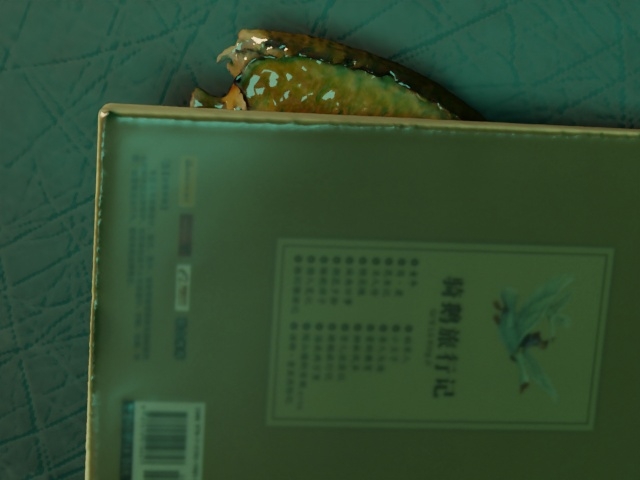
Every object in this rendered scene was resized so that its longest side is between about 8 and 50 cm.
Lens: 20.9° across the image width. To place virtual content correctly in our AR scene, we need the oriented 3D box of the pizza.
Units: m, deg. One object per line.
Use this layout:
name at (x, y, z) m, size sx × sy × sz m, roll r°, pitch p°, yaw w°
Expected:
pizza at (0.000, 0.000, 0.866) m, size 0.185 × 0.052 × 0.195 m, roll 28°, pitch 101°, yaw -11°

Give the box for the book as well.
book at (0.043, 0.046, 0.849) m, size 0.310 × 0.021 × 0.217 m, roll 2°, pitch 106°, yaw -8°
